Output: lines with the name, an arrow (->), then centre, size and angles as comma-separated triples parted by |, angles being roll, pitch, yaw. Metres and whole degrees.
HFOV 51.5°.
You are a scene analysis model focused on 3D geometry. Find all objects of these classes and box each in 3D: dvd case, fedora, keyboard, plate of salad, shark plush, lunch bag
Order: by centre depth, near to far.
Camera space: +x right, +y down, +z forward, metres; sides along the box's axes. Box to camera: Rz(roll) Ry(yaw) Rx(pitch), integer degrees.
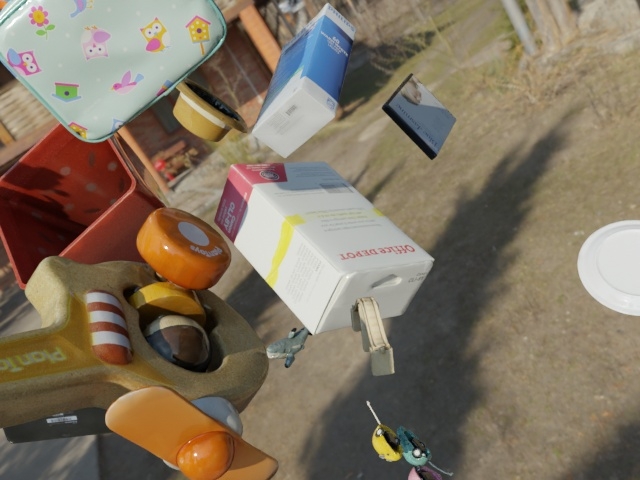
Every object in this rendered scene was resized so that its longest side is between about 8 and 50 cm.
lunch bag -> -0.283, -0.293, 0.899 | 0.279, 0.224, 0.108 | -39, 29, 3
keyboard -> -0.382, 0.244, 0.977 | 0.180, 0.108, 0.023 | -6, 27, -4
plate of salad -> 0.569, 0.050, 1.195 | 0.200, 0.048, 0.199 | -9, 54, 13
fedora -> -0.250, -0.270, 1.426 | 0.079, 0.194, 0.194 | -52, 12, 14
shark plush -> -0.060, 0.241, 1.603 | 0.161, 0.067, 0.073 | -27, 41, -21
dvd case -> 0.257, -0.322, 1.697 | 0.022, 0.180, 0.253 | -40, 9, 37

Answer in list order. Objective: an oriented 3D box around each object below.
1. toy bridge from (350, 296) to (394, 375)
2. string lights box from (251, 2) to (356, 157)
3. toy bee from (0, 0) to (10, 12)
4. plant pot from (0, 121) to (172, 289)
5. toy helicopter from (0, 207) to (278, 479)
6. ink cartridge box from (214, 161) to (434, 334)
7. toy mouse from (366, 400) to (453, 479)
toy bridge -> 0.060, 0.103, 0.804 | 0.026, 0.063, 0.188 | -7, 9, -4
string lights box -> -0.024, -0.278, 1.136 | 0.133, 0.077, 0.259 | -33, 32, 40
toy bee -> -0.515, -0.411, 1.240 | 0.162, 0.298, 0.195 | -7, -33, -22
plant pot -> -0.411, -0.046, 1.251 | 0.267, 0.236, 0.267 | -42, 56, 6
toy helicopter -> -0.158, 0.101, 0.474 | 0.140, 0.235, 0.355 | -52, -21, 20
ink cartridge box -> 0.000, 0.000, 1.399 | 0.279, 0.385, 0.160 | -6, -50, -43
toy mouse -> 0.132, 0.315, 0.938 | 0.031, 0.143, 0.161 | -50, 30, 13
